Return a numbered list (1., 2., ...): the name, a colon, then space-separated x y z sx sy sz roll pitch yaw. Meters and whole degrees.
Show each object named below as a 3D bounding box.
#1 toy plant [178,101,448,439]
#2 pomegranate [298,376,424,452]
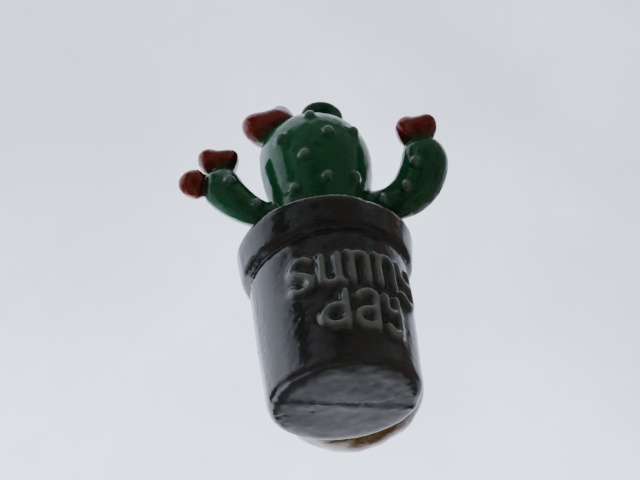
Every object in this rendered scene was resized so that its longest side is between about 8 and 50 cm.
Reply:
1. toy plant: 0.013 -0.004 0.827 0.185 0.280 0.400 53 -158 -47
2. pomegranate: 0.030 0.158 0.957 0.207 0.207 0.207 6 -106 -24
